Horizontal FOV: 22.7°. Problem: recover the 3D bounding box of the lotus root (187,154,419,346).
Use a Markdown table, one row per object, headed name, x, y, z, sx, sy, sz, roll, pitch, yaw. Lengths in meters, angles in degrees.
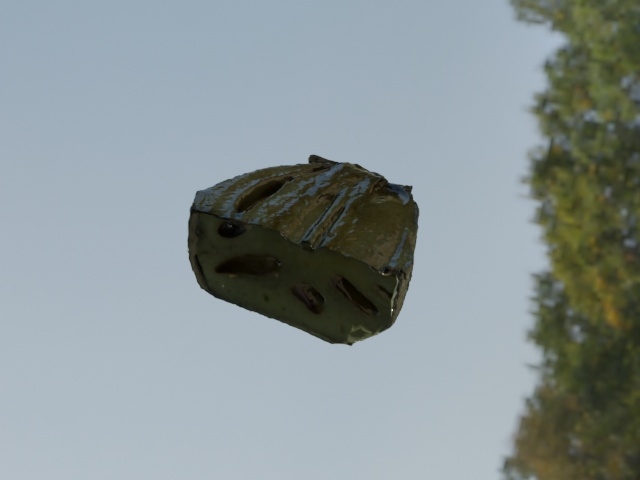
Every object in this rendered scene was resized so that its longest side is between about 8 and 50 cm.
| name | x | y | z | sx | sy | sz | roll | pitch | yaw |
| --- | --- | --- | --- | --- | --- | --- | --- | --- | --- |
| lotus root | 0.001 | 0.004 | 1.008 | 0.144 | 0.143 | 0.070 | -43 | -29 | -57 |
